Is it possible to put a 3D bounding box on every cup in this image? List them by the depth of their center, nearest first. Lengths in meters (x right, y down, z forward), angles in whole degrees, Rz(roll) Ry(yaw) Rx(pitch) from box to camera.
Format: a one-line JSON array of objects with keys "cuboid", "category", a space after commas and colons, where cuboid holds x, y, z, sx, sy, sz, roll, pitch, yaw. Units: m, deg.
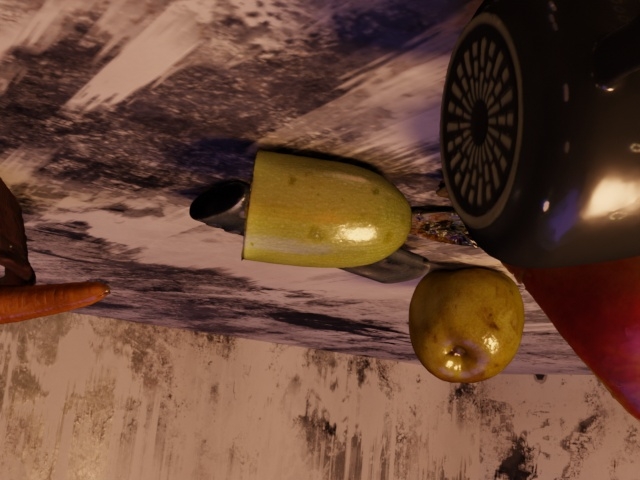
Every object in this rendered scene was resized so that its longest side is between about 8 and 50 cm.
[{"cuboid": [0.177, -0.070, 0.424, 0.176, 0.170, 0.223, 2, 172, -12], "category": "cup"}]

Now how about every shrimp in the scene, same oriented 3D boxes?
[{"cuboid": [0.181, -0.013, 0.964, 0.160, 0.034, 0.091, 7, 166, -5], "category": "shrimp"}]

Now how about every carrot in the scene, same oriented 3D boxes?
[{"cuboid": [-0.407, 0.083, 1.028, 0.271, 0.066, 0.062, -3, -149, 2], "category": "carrot"}]

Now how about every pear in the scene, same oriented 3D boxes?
[{"cuboid": [0.241, 0.136, 1.258, 0.199, 0.200, 0.200, 5, 167, 1], "category": "pear"}]

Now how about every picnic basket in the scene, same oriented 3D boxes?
[{"cuboid": [-0.485, -0.016, 1.000, 0.222, 0.129, 0.297, 6, 168, -11], "category": "picnic basket"}]

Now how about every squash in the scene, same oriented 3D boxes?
[{"cuboid": [0.009, -0.025, 0.801, 0.186, 0.123, 0.123, 8, 167, -11], "category": "squash"}]

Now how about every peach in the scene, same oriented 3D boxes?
[{"cuboid": [0.283, 0.022, 0.646, 0.245, 0.249, 0.275, -26, -154, -4], "category": "peach"}]

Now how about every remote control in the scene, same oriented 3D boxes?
[{"cuboid": [0.000, 0.000, 1.048, 0.107, 0.044, 0.377, -19, 153, 39], "category": "remote control"}]

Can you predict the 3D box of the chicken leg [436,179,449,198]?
[{"cuboid": [0.204, -0.028, 0.836, 0.178, 0.070, 0.093, 26, -176, -26], "category": "chicken leg"}]
